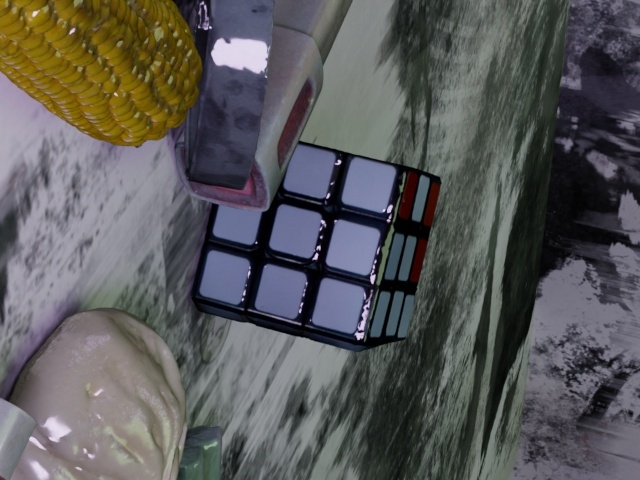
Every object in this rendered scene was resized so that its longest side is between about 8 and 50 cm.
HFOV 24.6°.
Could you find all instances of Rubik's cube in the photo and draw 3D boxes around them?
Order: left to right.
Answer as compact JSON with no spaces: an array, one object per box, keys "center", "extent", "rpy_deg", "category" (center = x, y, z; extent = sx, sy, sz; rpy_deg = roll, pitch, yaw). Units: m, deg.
[{"center":[0.000,0.000,1.277],"extent":[0.162,0.160,0.163],"rpy_deg":[11,92,-75],"category":"Rubik's cube"}]

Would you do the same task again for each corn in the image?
[{"center":[-0.141,-0.127,0.806],"extent":[0.310,0.101,0.101],"rpy_deg":[45,59,-70],"category":"corn"}]

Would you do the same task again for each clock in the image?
[{"center":[-0.064,-0.142,1.008],"extent":[0.215,0.042,0.215],"rpy_deg":[-175,-90,-82],"category":"clock"}]

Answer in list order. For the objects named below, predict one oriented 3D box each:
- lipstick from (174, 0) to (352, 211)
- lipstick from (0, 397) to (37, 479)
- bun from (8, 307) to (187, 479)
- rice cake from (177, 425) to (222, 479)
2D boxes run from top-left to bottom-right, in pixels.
[{"center":[-0.036,-0.145,1.191],"extent":[0.079,0.077,0.253],"rpy_deg":[81,25,-53],"category":"lipstick"},{"center":[-0.229,0.171,0.817],"extent":[0.057,0.063,0.186],"rpy_deg":[68,43,-64],"category":"lipstick"},{"center":[-0.145,0.142,1.001],"extent":[0.183,0.102,0.183],"rpy_deg":[13,90,-71],"category":"bun"},{"center":[-0.117,0.264,1.306],"extent":[0.085,0.040,0.226],"rpy_deg":[-53,152,-54],"category":"rice cake"}]
